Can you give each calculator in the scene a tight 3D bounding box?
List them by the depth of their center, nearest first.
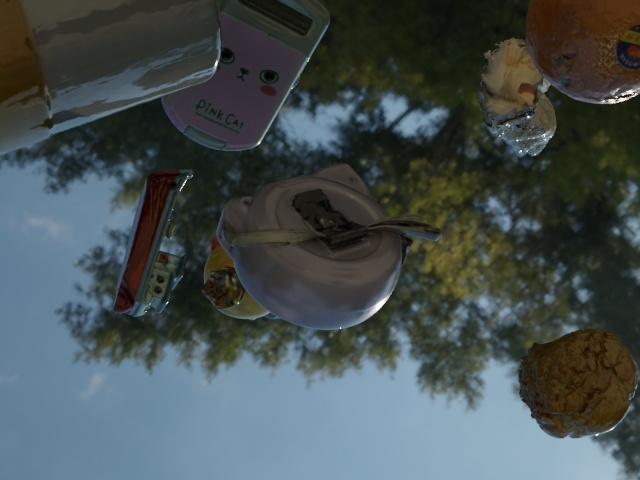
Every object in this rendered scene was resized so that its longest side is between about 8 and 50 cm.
[{"bbox_3d":[-0.091,-0.222,1.338,0.141,0.246,0.045,25,-160,-22],"label":"calculator"}]

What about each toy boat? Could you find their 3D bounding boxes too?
[{"bbox_3d":[-0.165,0.000,1.139,0.058,0.069,0.173,16,-115,-13],"label":"toy boat"}]

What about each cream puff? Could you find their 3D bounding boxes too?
[{"bbox_3d":[0.385,0.210,1.691,0.129,0.189,0.189,42,-144,-24],"label":"cream puff"}]

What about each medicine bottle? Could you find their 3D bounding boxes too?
[{"bbox_3d":[-0.239,-0.221,1.006,0.231,0.238,0.238,-22,-114,-20],"label":"medicine bottle"}]

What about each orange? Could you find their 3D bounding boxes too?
[{"bbox_3d":[0.236,-0.183,0.924,0.135,0.136,0.117,12,-154,-32],"label":"orange"}]

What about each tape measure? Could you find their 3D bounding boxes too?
[{"bbox_3d":[0.004,0.002,1.149,0.196,0.105,0.178,-23,-123,-42],"label":"tape measure"}]

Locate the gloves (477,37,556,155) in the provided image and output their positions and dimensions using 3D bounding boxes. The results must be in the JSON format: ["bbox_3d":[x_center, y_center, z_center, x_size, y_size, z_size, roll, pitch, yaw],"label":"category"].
[{"bbox_3d":[0.215,-0.155,1.191,0.153,0.070,0.114,23,-111,-61],"label":"gloves"}]

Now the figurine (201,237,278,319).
[{"bbox_3d":[-0.103,0.028,1.507,0.185,0.127,0.234,33,-145,26],"label":"figurine"}]
